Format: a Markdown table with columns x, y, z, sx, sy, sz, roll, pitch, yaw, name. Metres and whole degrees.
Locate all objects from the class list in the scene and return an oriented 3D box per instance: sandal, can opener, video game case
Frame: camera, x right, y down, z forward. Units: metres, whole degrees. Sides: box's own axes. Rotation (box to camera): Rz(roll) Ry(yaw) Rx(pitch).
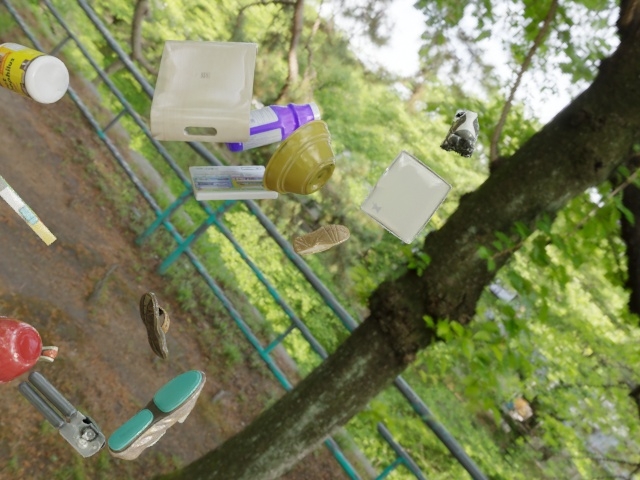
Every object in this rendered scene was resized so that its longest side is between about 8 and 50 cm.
| x | y | z | sx | sy | sz | roll | pitch | yaw | name |
| --- | --- | --- | --- | --- | --- | --- | --- | --- | --- |
| -0.448 | 0.231 | 1.781 | 0.090 | 0.060 | 0.219 | 20 | -52 | 43 | sandal |
| -0.710 | 0.481 | 1.776 | 0.283 | 0.076 | 0.095 | 44 | -12 | 2 | can opener |
| -0.239 | -0.156 | 1.727 | 0.213 | 0.023 | 0.193 | -2 | 28 | -16 | video game case |

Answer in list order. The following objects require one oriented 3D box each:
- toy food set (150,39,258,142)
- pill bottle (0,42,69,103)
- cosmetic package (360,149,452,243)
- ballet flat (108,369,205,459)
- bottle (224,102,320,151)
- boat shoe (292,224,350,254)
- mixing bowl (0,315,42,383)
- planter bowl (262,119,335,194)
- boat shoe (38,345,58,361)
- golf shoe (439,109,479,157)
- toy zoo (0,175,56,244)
| x | y | z | sx | sy | sz | roll | pitch | yaw | name |
| --- | --- | --- | --- | --- | --- | --- | --- | --- | --- |
| -0.266 | -0.355 | 1.513 | 0.092 | 0.220 | 0.306 | 96 | -5 | -57 | toy food set |
| -0.741 | -0.423 | 1.601 | 0.215 | 0.117 | 0.117 | 23 | -6 | 27 | pill bottle |
| 0.186 | -0.091 | 1.396 | 0.129 | 0.153 | 0.296 | 38 | 8 | 5 | cosmetic package |
| -0.438 | 0.484 | 1.772 | 0.107 | 0.316 | 0.106 | 39 | -20 | 43 | ballet flat |
| -0.142 | -0.335 | 1.848 | 0.118 | 0.283 | 0.092 | -127 | -155 | -47 | bottle |
| 0.000 | 0.000 | 1.843 | 0.059 | 0.170 | 0.062 | 106 | -31 | -69 | boat shoe |
| -0.821 | 0.287 | 1.722 | 0.181 | 0.098 | 0.181 | -12 | 90 | -69 | mixing bowl |
| -0.029 | -0.175 | 1.536 | 0.090 | 0.217 | 0.217 | 42 | 5 | 17 | planter bowl |
| -0.838 | 0.334 | 1.916 | 0.137 | 0.043 | 0.049 | -1 | -30 | 32 | boat shoe |
| 0.324 | -0.241 | 1.448 | 0.077 | 0.093 | 0.198 | 18 | 3 | 0 | golf shoe |
| -0.812 | -0.093 | 1.731 | 0.293 | 0.030 | 0.192 | 30 | -24 | 48 | toy zoo |
